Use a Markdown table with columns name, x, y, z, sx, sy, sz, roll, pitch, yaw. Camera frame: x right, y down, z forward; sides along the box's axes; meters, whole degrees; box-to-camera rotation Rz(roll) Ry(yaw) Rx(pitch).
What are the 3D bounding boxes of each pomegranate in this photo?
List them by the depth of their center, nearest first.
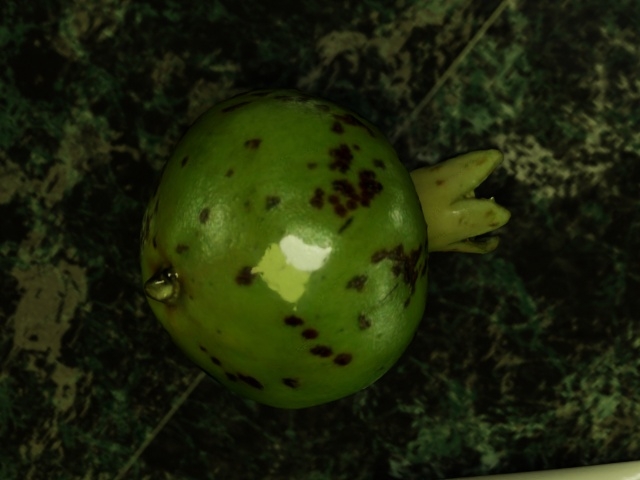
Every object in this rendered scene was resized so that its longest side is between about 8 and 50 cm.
| name | x | y | z | sx | sy | sz | roll | pitch | yaw |
| --- | --- | --- | --- | --- | --- | --- | --- | --- | --- |
| pomegranate | 0.000 | 0.000 | 1.206 | 0.263 | 0.211 | 0.211 | -13 | 122 | -28 |

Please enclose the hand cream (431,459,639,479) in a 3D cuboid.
| name | x | y | z | sx | sy | sz | roll | pitch | yaw |
| --- | --- | --- | --- | --- | --- | --- | --- | --- | --- |
| hand cream | 0.150 | 0.213 | 1.333 | 0.248 | 0.083 | 0.133 | -1 | 117 | 4 |
